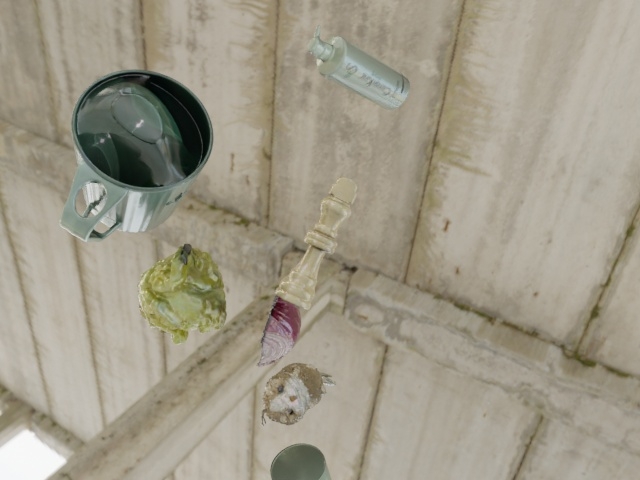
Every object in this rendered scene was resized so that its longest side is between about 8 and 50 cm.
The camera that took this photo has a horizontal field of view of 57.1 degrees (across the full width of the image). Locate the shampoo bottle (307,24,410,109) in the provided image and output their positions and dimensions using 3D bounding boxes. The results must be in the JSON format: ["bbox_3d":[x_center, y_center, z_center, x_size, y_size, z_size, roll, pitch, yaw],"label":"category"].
[{"bbox_3d":[0.075,-0.351,1.213,0.085,0.262,0.085,-14,-110,43],"label":"shampoo bottle"}]

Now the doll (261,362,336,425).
[{"bbox_3d":[-0.049,0.315,1.260,0.115,0.221,0.105,-37,-96,29],"label":"doll"}]

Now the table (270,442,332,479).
[{"bbox_3d":[-0.026,0.579,1.324,0.126,0.126,0.220,8,-54,31],"label":"table"}]

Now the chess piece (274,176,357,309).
[{"bbox_3d":[0.000,0.000,1.702,0.117,0.117,0.397,25,-90,20],"label":"chess piece"}]

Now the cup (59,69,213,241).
[{"bbox_3d":[-0.495,-0.185,1.469,0.310,0.401,0.392,59,-29,6],"label":"cup"}]

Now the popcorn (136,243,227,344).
[{"bbox_3d":[-0.400,0.162,1.686,0.237,0.293,0.293,-15,-72,17],"label":"popcorn"}]

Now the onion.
[{"bbox_3d":[-0.112,0.262,1.861,0.111,0.247,0.250,16,-39,3],"label":"onion"}]
